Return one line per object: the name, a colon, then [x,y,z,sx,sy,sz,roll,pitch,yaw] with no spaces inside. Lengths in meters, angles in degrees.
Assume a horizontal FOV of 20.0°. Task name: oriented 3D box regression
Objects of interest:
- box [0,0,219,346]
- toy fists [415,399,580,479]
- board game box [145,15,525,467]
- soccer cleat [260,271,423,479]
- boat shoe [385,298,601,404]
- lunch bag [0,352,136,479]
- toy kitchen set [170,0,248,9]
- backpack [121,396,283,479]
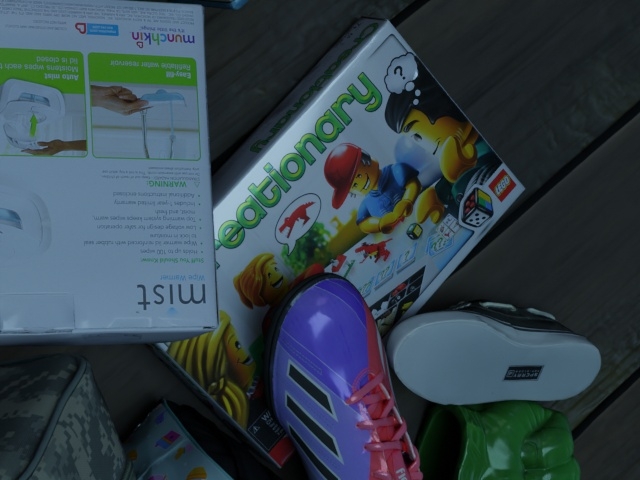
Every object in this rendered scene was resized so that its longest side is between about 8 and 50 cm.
box: [-0.212,-0.043,1.227,0.262,0.126,0.231,-1,83,-26]
toy fists: [0.139,0.268,1.510,0.142,0.096,0.279,13,91,-30]
board game box: [0.000,0.000,1.417,0.305,0.053,0.193,-48,116,-12]
soccer cleat: [0.038,0.169,1.376,0.108,0.116,0.318,-27,124,-27]
boat shoe: [0.130,0.087,1.478,0.219,0.070,0.078,11,115,-39]
lunch bag: [-0.259,0.240,1.192,0.305,0.212,0.256,-13,111,14]
toy kitchen set: [0.009,-0.208,1.348,0.207,0.122,0.166,-44,115,-14]
backpack: [-0.081,0.220,1.336,0.144,0.188,0.166,-46,116,-13]
